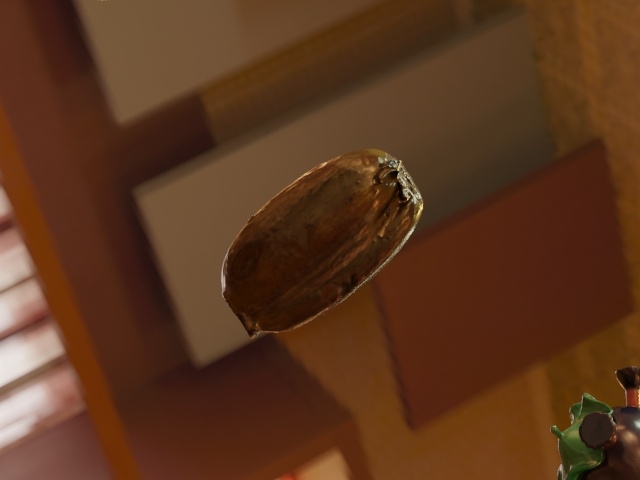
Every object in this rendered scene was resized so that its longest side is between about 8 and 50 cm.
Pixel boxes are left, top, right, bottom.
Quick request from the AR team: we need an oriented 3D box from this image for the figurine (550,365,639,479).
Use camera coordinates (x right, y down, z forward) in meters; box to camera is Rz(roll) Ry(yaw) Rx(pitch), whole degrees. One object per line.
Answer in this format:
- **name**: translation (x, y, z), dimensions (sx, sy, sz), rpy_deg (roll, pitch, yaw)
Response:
- **figurine**: translation (0.257, 0.194, 1.502), dimensions (0.195, 0.102, 0.111), rpy_deg (43, 29, -8)

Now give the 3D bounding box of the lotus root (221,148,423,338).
- **lotus root**: translation (0.000, 0.000, 2.019), dimensions (0.124, 0.241, 0.123), rpy_deg (48, 10, -27)
